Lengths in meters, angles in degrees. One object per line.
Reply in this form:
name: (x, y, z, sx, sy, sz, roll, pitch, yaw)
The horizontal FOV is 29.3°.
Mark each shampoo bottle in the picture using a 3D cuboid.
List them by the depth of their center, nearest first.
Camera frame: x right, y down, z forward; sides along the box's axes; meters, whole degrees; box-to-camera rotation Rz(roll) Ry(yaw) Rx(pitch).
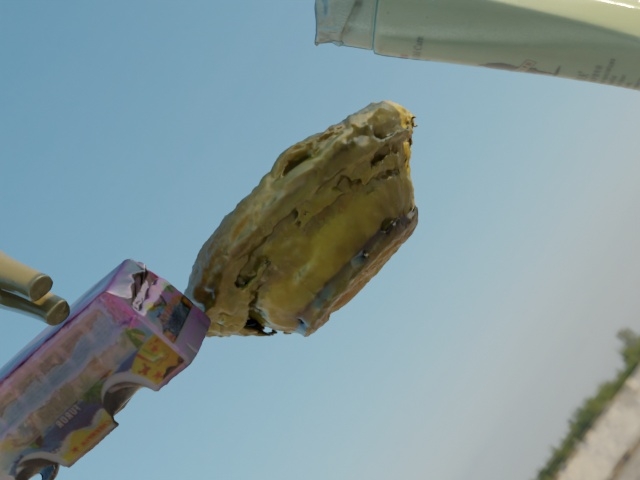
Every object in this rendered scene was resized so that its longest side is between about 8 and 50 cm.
shampoo bottle: (0.102, -0.106, 0.614, 0.072, 0.212, 0.049, 33, -113, -83)

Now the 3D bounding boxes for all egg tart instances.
egg tart: (0.000, 0.000, 1.172, 0.294, 0.123, 0.294, -42, -10, -9)

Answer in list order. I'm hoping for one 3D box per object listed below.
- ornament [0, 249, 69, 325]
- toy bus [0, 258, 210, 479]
ornament: (-0.370, 0.085, 1.074, 0.230, 0.245, 0.061, -46, -50, -23)
toy bus: (-0.226, 0.135, 1.113, 0.274, 0.112, 0.090, -39, 15, 23)
